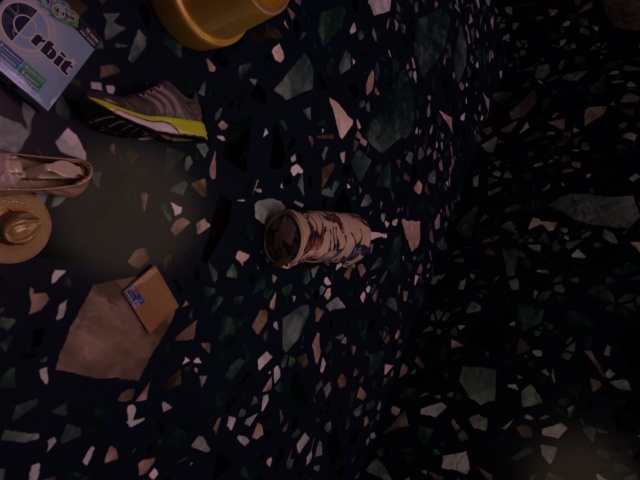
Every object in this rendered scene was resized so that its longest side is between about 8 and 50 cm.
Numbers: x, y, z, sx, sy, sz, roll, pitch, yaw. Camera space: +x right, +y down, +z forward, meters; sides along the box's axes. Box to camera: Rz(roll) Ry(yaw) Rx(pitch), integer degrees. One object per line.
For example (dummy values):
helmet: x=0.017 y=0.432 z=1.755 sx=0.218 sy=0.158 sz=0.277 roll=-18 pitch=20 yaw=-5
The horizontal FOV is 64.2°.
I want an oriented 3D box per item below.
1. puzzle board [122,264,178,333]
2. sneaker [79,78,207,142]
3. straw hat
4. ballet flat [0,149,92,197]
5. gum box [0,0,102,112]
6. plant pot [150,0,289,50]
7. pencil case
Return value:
puzzle board: x=-0.386 y=0.134 z=1.166 sx=0.096 sy=0.011 sz=0.128 roll=-48 pitch=131 yaw=-38
sneaker: x=-0.365 y=-0.279 z=1.068 sx=0.300 sy=0.111 sz=0.121 roll=-3 pitch=88 yaw=-60
straw hat: x=-0.530 y=-0.021 z=0.896 sx=0.144 sy=0.061 sz=0.144 roll=-11 pitch=104 yaw=-53
ballet flat: x=-0.513 y=-0.120 z=0.883 sx=0.248 sy=0.086 sz=0.086 roll=-6 pitch=101 yaw=-55
gum box: x=-0.502 y=-0.349 z=0.899 sx=0.157 sy=0.041 sz=0.184 roll=49 pitch=55 yaw=-46
plant pot: x=-0.205 y=-0.561 z=1.113 sx=0.254 sy=0.239 sz=0.253 roll=-12 pitch=105 yaw=-52
pencil case: x=0.000 y=0.000 z=1.558 sx=0.410 sy=0.160 sz=0.183 roll=0 pitch=81 yaw=-55
